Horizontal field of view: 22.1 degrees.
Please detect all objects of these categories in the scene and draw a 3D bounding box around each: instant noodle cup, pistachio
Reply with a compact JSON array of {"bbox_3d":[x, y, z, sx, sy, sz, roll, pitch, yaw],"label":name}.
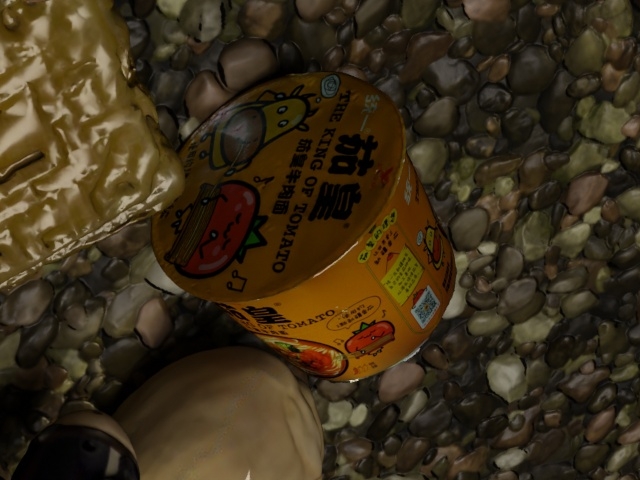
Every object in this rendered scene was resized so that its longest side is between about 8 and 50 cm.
[{"bbox_3d":[0.000,0.000,1.284,0.216,0.216,0.172,-42,135,-3],"label":"instant noodle cup"},{"bbox_3d":[-0.112,0.219,1.351,0.187,0.187,0.299,30,106,-35],"label":"pistachio"}]

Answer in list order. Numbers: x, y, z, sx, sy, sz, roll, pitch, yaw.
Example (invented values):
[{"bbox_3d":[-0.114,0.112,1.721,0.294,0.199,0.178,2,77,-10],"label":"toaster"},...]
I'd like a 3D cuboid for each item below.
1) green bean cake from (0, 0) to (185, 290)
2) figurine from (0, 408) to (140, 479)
[{"bbox_3d":[-0.230,-0.086,1.155,0.229,0.131,0.224,-30,123,-13],"label":"green bean cake"},{"bbox_3d":[-0.253,0.282,1.169,0.306,0.412,0.241,-7,127,9],"label":"figurine"}]
